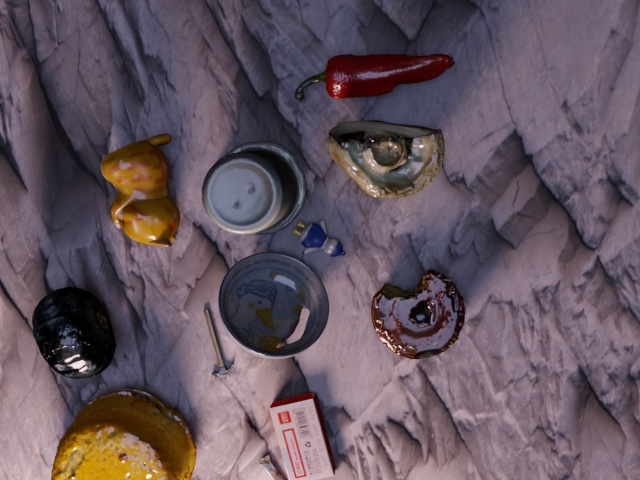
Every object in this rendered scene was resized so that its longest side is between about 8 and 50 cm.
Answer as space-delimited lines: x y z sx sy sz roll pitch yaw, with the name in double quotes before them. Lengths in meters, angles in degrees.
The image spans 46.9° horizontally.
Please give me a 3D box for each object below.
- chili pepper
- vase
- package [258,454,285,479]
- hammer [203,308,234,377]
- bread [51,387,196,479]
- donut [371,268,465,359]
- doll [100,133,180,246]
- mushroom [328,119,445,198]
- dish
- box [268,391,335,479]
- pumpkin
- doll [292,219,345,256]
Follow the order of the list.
"chili pepper" 0.126 -0.398 1.762 0.387 0.110 0.110 -5 96 3
"vase" -0.169 -0.116 1.721 0.245 0.291 0.245 1 96 5
"package" -0.121 0.616 1.941 0.037 0.015 0.110 -33 95 1
"hammer" -0.270 0.264 1.907 0.062 0.017 0.182 -13 95 4
"bread" -0.502 0.571 1.866 0.336 0.204 0.358 36 96 -6
"donut" 0.245 0.180 1.828 0.230 0.096 0.216 -34 96 6
"doll" -0.435 -0.116 1.802 0.162 0.167 0.270 -7 99 6
"mushroom" 0.148 -0.191 1.751 0.267 0.189 0.164 -9 112 -19
"dish" -0.124 0.178 1.831 0.273 0.134 0.273 6 62 -11
"box" -0.044 0.517 1.907 0.122 0.050 0.229 -15 96 7
"pumpkin" -0.604 0.229 1.820 0.163 0.233 0.233 -29 94 -4
"doll" 0.000 0.000 1.841 0.143 0.057 0.099 28 77 -2
